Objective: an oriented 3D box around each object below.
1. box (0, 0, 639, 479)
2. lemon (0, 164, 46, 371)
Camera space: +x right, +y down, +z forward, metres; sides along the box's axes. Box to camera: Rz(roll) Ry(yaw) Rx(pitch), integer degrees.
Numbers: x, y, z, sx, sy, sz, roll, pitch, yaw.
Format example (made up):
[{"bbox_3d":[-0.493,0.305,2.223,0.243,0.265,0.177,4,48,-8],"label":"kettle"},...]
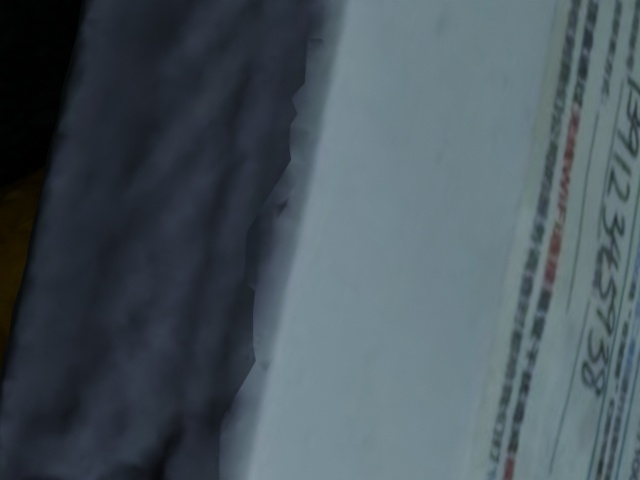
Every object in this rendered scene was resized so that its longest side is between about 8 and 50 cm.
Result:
[{"bbox_3d":[0.047,0.070,0.639,0.111,0.396,0.396,8,172,31],"label":"box"},{"bbox_3d":[-0.071,0.038,0.682,0.187,0.142,0.142,-4,144,-53],"label":"lemon"}]
